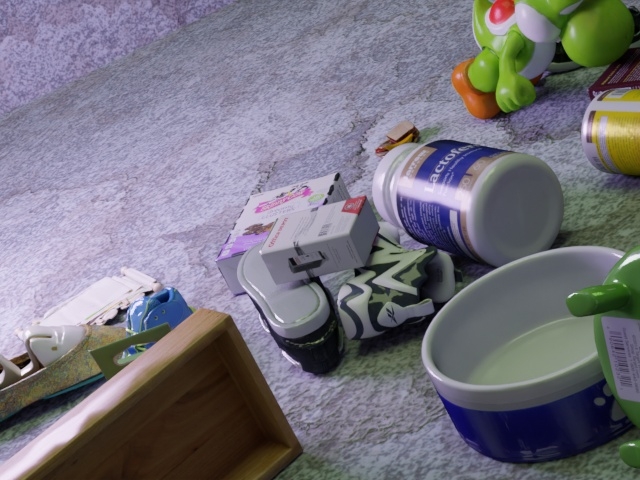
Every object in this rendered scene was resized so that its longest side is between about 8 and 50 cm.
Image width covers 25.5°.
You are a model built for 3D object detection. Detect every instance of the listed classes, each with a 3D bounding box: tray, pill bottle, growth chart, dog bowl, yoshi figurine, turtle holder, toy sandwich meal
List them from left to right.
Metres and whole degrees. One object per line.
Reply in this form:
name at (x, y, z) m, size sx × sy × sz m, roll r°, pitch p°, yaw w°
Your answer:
growth chart at (-0.377, 0.114, 2.282) m, size 0.237 × 0.021 × 0.172 m, roll -31°, pitch 25°, yaw -12°
tray at (-0.225, 0.278, 1.580) m, size 0.411 × 0.203 × 0.076 m, roll -38°, pitch 26°, yaw -26°
toy sandwich meal at (0.126, -0.167, 2.352) m, size 0.085 × 0.029 × 0.085 m, roll -21°, pitch 24°, yaw 10°
pill bottle at (0.192, -0.057, 1.917) m, size 0.153 × 0.153 × 0.264 m, roll -35°, pitch 25°, yaw -21°
dog bowl at (0.252, 0.121, 1.558) m, size 0.265 × 0.104 × 0.265 m, roll -22°, pitch 25°, yaw 10°
yoshi figurine at (0.356, -0.296, 2.174) m, size 0.203 × 0.203 × 0.362 m, roll 5°, pitch -19°, yaw -16°
pill bottle at (0.460, -0.141, 1.869) m, size 0.117 × 0.117 × 0.215 m, roll -39°, pitch 27°, yaw -28°
turtle holder at (0.410, 0.077, 1.302) m, size 0.227 × 0.243 × 0.320 m, roll -20°, pitch -18°, yaw -30°

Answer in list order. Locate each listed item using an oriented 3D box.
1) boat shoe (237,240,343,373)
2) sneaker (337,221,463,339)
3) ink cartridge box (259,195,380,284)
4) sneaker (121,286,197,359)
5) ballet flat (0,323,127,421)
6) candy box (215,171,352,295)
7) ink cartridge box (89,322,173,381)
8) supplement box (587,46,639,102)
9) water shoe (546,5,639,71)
boat shoe at (-0.041, 0.084, 1.930) m, size 0.114 × 0.091 × 0.302 m, roll -21°, pitch 25°, yaw 2°
sneaker at (0.120, 0.042, 1.870) m, size 0.153 × 0.094 × 0.235 m, roll -8°, pitch 22°, yaw 18°
ink cartridge box at (0.000, 0.000, 1.880) m, size 0.135 × 0.056 × 0.099 m, roll -13°, pitch 28°, yaw 25°
sneaker at (-0.253, 0.154, 1.952) m, size 0.091 × 0.126 × 0.240 m, roll -7°, pitch 30°, yaw 36°
ballet flat at (-0.439, 0.190, 2.075) m, size 0.348 × 0.123 × 0.123 m, roll -26°, pitch 24°, yaw -2°
candy box at (-0.051, -0.012, 2.161) m, size 0.165 × 0.070 × 0.196 m, roll -15°, pitch 27°, yaw 23°
ink cartridge box at (-0.184, 0.183, 1.725) m, size 0.109 × 0.209 × 0.062 m, roll -19°, pitch 27°, yaw 13°
supplement box at (0.525, -0.231, 2.043) m, size 0.239 × 0.073 × 0.130 m, roll -1°, pitch 34°, yaw 43°
water shoe at (0.442, -0.337, 2.326) m, size 0.203 × 0.080 × 0.073 m, roll -10°, pitch 28°, yaw 31°
